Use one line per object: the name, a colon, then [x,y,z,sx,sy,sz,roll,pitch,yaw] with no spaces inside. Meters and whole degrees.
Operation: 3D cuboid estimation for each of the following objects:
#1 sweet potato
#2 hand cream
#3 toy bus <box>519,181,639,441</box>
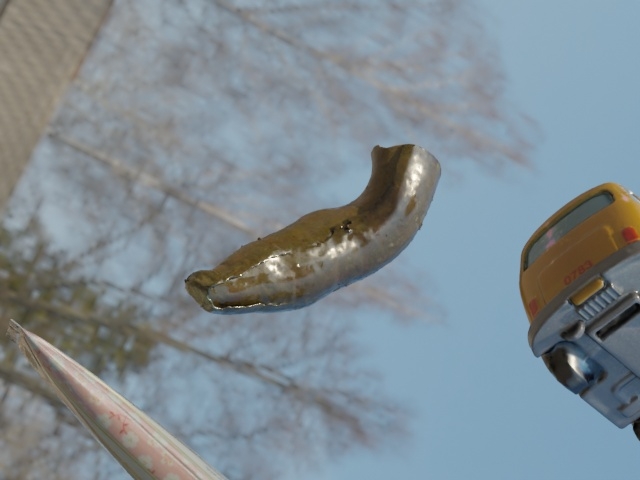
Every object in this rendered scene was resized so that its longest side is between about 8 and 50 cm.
sweet potato: [-0.004,-0.002,1.498,0.286,0.112,0.085,-25,-154,-25]
hand cream: [-0.112,0.123,0.980,0.043,0.209,0.067,-49,-179,-16]
toy bus: [0.236,0.055,1.157,0.126,0.209,0.136,-41,-147,19]
